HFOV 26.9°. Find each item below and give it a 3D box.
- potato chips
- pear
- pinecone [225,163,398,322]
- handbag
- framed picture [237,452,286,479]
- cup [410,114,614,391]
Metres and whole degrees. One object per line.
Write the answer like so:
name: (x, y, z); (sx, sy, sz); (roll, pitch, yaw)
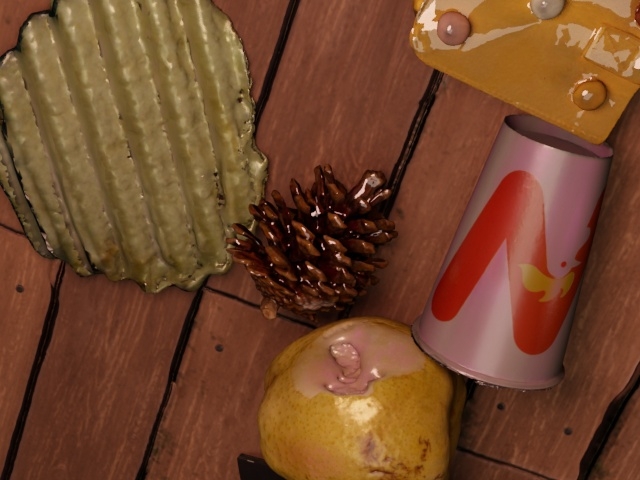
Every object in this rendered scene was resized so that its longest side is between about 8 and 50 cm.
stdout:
potato chips: (-0.249, -0.125, 1.679); (0.358, 0.070, 0.429); (-6, 116, 9)
pear: (0.052, 0.220, 1.681); (0.271, 0.271, 0.271); (4, 116, 9)
pinecone: (0.002, 0.001, 1.630); (0.212, 0.185, 0.168); (-29, 84, 3)
handbag: (0.298, -0.323, 1.450); (0.283, 0.133, 0.401); (27, 118, -8)
framed picture: (0.039, 0.438, 1.853); (0.339, 0.014, 0.255); (9, 119, 32)
cup: (0.238, 0.009, 1.590); (0.203, 0.203, 0.288); (16, 110, 3)
